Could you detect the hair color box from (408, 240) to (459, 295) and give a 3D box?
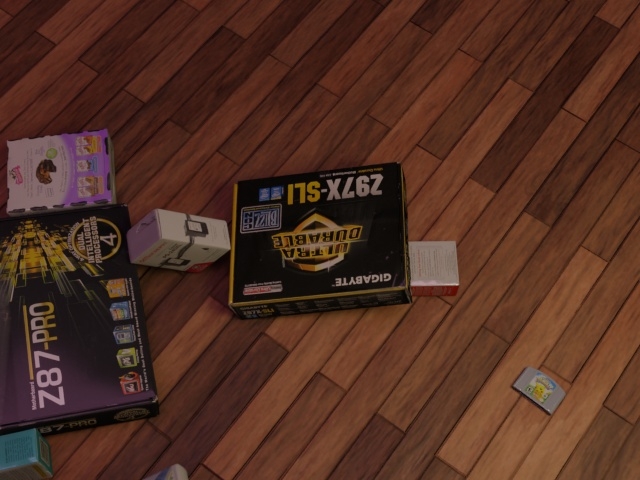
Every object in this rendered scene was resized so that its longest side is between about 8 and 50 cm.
[{"bbox_3d":[0.167,0.052,1.769,0.167,0.053,0.093,0,63,-1],"label":"hair color box"}]

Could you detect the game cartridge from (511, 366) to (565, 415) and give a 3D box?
[{"bbox_3d":[0.385,0.261,1.686,0.083,0.017,0.056,36,65,16],"label":"game cartridge"}]

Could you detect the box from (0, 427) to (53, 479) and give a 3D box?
[{"bbox_3d":[-0.575,0.376,1.579,0.244,0.100,0.060,-11,62,-6],"label":"box"}]

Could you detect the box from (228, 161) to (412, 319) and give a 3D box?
[{"bbox_3d":[0.000,0.000,1.745,0.321,0.079,0.257,-6,61,12],"label":"box"}]

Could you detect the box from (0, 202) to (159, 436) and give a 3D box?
[{"bbox_3d":[-0.468,0.139,1.684,0.318,0.097,0.395,-8,64,-11],"label":"box"}]

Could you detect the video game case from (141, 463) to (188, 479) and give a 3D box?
[{"bbox_3d":[-0.304,0.530,1.403,0.299,0.036,0.329,-27,47,8],"label":"video game case"}]

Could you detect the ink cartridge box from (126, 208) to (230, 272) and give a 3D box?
[{"bbox_3d":[-0.255,0.002,1.723,0.150,0.109,0.063,10,58,-40],"label":"ink cartridge box"}]

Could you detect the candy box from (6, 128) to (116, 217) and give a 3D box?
[{"bbox_3d":[-0.496,-0.118,1.843,0.196,0.070,0.165,-7,64,-4],"label":"candy box"}]
